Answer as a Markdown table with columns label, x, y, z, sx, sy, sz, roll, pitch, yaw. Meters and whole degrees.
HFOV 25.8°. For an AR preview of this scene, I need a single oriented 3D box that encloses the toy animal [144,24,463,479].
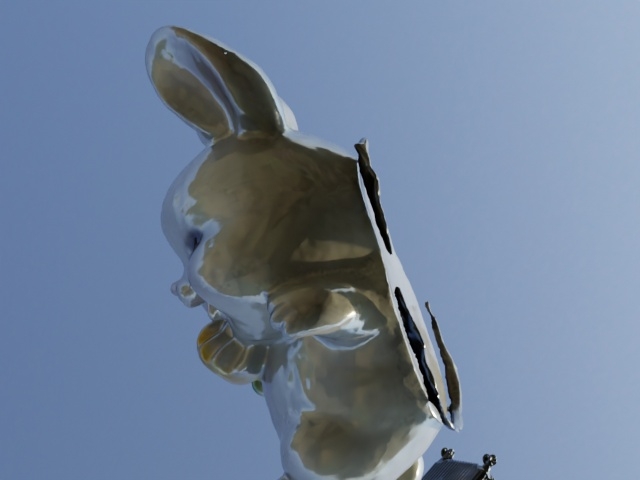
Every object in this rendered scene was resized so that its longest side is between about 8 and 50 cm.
| label | x | y | z | sx | sy | sz | roll | pitch | yaw |
| --- | --- | --- | --- | --- | --- | --- | --- | --- | --- |
| toy animal | -0.015 | 0.019 | 0.917 | 0.154 | 0.208 | 0.325 | -17 | -101 | 8 |

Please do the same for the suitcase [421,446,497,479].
| label | x | y | z | sx | sy | sz | roll | pitch | yaw |
| --- | --- | --- | --- | --- | --- | --- | --- | --- | --- |
| suitcase | 0.137 | 0.288 | 1.512 | 0.126 | 0.086 | 0.059 | -42 | -63 | -35 |
